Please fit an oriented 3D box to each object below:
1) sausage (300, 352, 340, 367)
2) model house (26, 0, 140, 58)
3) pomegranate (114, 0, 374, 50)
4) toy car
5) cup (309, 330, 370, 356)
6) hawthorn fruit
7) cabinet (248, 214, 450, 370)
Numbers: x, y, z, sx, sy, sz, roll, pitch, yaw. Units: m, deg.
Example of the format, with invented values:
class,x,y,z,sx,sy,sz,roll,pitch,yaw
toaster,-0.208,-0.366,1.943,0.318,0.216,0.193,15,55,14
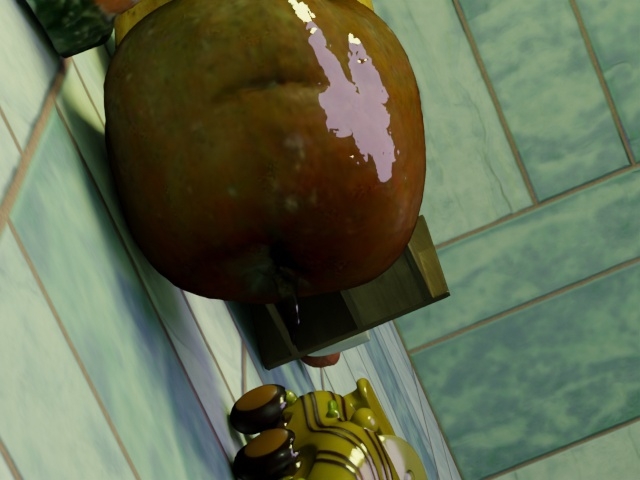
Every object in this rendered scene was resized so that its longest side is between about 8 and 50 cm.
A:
class,x,y,z,sx,sy,sz,roll,pitch,yaw
sausage,-0.007,0.114,2.210,0.054,0.059,0.094,18,47,-52
model house,-0.137,-0.329,1.467,0.190,0.300,0.271,55,12,-38
pomegranate,-0.071,-0.189,1.724,0.260,0.260,0.260,-22,90,-85
toy car,0.022,0.219,1.552,0.248,0.142,0.200,-106,172,-66
cup,-0.012,-0.016,2.085,0.167,0.173,0.300,-28,96,-84
hawthorn fruit,-0.036,-0.061,1.469,0.268,0.267,0.301,50,24,-75
cabinet,0.000,0.000,1.873,0.148,0.215,0.175,-106,172,-51
